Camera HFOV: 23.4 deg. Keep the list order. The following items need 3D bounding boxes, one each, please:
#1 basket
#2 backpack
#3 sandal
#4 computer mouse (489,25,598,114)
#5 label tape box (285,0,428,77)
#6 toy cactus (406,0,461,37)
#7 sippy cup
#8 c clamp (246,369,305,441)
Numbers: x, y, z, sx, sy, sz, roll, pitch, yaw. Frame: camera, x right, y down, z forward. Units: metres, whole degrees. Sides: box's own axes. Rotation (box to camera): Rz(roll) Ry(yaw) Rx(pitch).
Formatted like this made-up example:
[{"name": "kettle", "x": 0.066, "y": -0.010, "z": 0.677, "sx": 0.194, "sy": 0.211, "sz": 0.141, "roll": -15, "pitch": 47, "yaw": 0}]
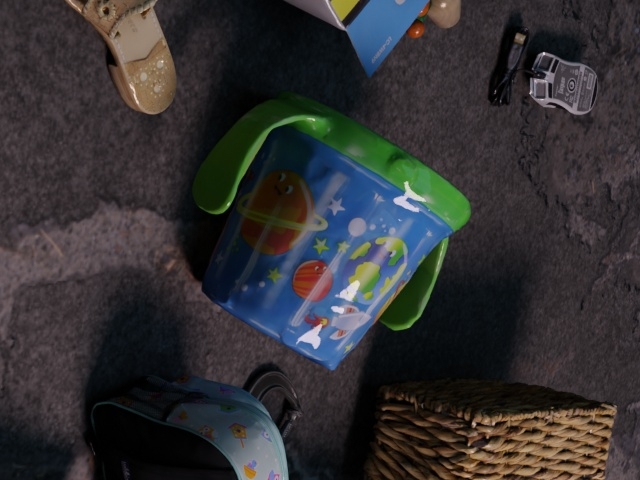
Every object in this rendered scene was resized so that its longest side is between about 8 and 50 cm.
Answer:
[{"name": "basket", "x": 0.193, "y": 0.292, "z": 1.896, "sx": 0.299, "sy": 0.213, "sz": 0.223, "roll": 2, "pitch": 96, "yaw": -47}, {"name": "backpack", "x": -0.117, "y": 0.225, "z": 1.528, "sx": 0.144, "sy": 0.188, "sz": 0.165, "roll": -23, "pitch": 118, "yaw": -44}, {"name": "sandal", "x": -0.170, "y": -0.213, "z": 1.405, "sx": 0.088, "sy": 0.079, "sz": 0.240, "roll": -49, "pitch": 134, "yaw": -29}, {"name": "computer mouse", "x": 0.288, "y": -0.205, "z": 1.991, "sx": 0.193, "sy": 0.042, "sz": 0.106, "roll": 14, "pitch": 87, "yaw": -46}, {"name": "label tape box", "x": 0.010, "y": -0.373, "z": 1.533, "sx": 0.249, "sy": 0.115, "sz": 0.347, "roll": -54, "pitch": 136, "yaw": -23}, {"name": "toy cactus", "x": 0.116, "y": -0.292, "z": 1.728, "sx": 0.219, "sy": 0.112, "sz": 0.180, "roll": -67, "pitch": 159, "yaw": -13}, {"name": "sippy cup", "x": 0.000, "y": 0.000, "z": 1.586, "sx": 0.305, "sy": 0.240, "sz": 0.224, "roll": 31, "pitch": 88, "yaw": -11}, {"name": "c clamp", "x": -0.065, "y": 0.228, "z": 1.730, "sx": 0.137, "sy": 0.022, "sz": 0.160, "roll": 36, "pitch": 76, "yaw": -44}]
